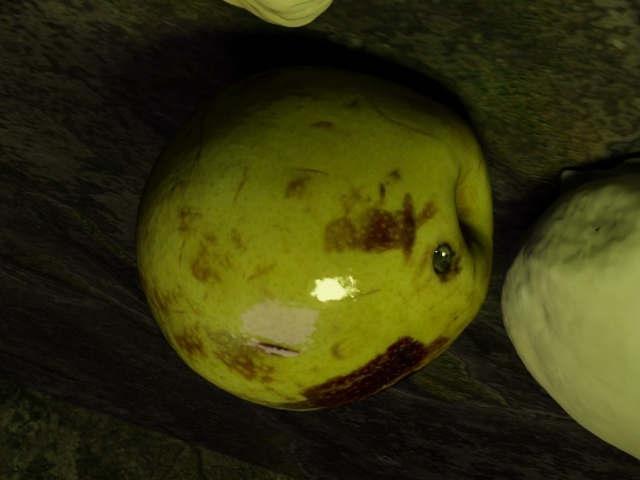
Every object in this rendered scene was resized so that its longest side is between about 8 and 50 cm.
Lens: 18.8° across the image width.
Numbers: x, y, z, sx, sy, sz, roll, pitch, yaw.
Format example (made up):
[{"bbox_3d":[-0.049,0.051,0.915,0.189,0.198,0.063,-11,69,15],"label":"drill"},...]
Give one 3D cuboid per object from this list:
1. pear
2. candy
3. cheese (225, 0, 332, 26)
[{"bbox_3d":[0.000,0.000,1.465,0.284,0.283,0.283,16,162,5],"label":"pear"},{"bbox_3d":[0.327,0.084,1.544,0.386,0.186,0.427,20,159,8],"label":"candy"},{"bbox_3d":[-0.107,-0.232,0.995,0.326,0.115,0.318,35,-177,16],"label":"cheese"}]
